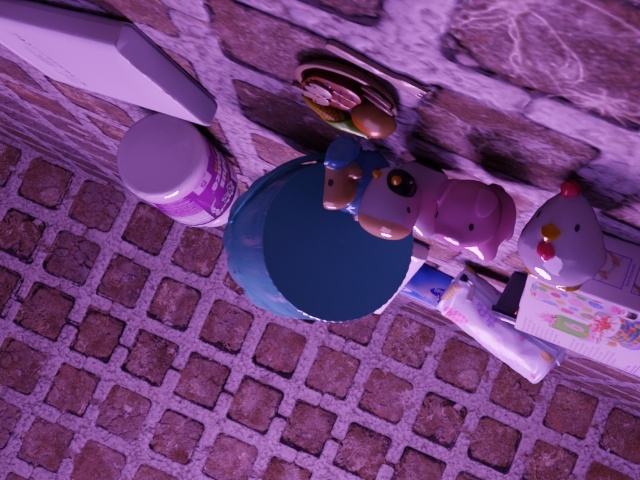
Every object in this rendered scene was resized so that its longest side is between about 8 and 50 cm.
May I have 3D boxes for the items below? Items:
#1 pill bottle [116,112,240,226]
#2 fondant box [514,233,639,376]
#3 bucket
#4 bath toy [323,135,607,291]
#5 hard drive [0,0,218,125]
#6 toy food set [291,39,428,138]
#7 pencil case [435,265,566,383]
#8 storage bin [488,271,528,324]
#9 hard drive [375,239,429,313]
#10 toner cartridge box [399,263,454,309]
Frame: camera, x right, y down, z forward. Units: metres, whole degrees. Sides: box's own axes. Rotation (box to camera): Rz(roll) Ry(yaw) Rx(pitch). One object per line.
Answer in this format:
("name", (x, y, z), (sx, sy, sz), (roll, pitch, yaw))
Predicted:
("pill bottle", (-0.261, -0.122, 1.430), (0.169, 0.169, 0.301), (22, 173, 15))
("fondant box", (0.448, 0.108, 0.994), (0.330, 0.096, 0.238), (20, 160, 18))
("bucket", (0.000, 0.000, 1.135), (0.281, 0.281, 0.183), (26, 171, -18))
("bath toy", (0.170, -0.041, 0.880), (0.348, 0.151, 0.129), (19, 136, 31))
("hard drive", (-0.353, -0.278, 1.092), (0.353, 0.047, 0.233), (20, 172, 28))
("toy food set", (0.029, -0.155, 0.805), (0.132, 0.038, 0.192), (25, 172, -10))
("pencil case", (0.375, 0.171, 1.499), (0.273, 0.113, 0.124), (40, 143, 14))
("storage bin", (0.403, 0.121, 1.383), (0.135, 0.091, 0.098), (19, 171, 25))
("hard drive", (0.092, 0.056, 1.634), (0.210, 0.040, 0.318), (24, 151, -2))
("toner cartridge box", (0.178, 0.073, 1.795), (0.348, 0.075, 0.165), (26, 173, -14))
